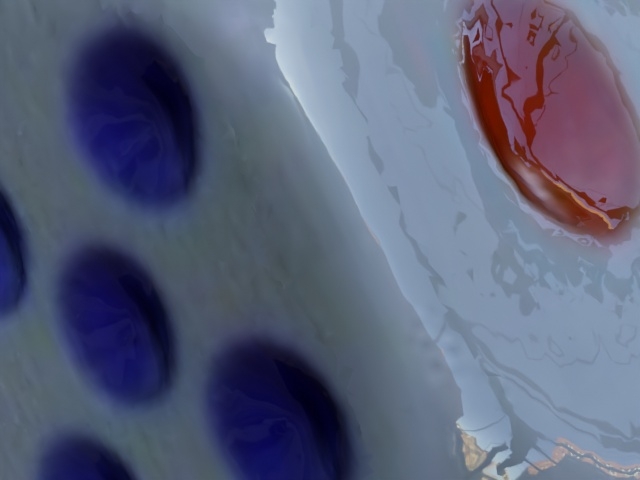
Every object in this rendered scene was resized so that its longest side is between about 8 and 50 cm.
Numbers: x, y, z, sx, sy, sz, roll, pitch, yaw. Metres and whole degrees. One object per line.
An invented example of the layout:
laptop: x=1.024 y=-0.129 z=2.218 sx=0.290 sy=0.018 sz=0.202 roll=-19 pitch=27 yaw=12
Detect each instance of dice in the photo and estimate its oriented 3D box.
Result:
dice: x=0.000 y=0.000 z=0.749 sx=0.277 sy=0.304 sz=0.304 roll=-24 pitch=86 yaw=-47
